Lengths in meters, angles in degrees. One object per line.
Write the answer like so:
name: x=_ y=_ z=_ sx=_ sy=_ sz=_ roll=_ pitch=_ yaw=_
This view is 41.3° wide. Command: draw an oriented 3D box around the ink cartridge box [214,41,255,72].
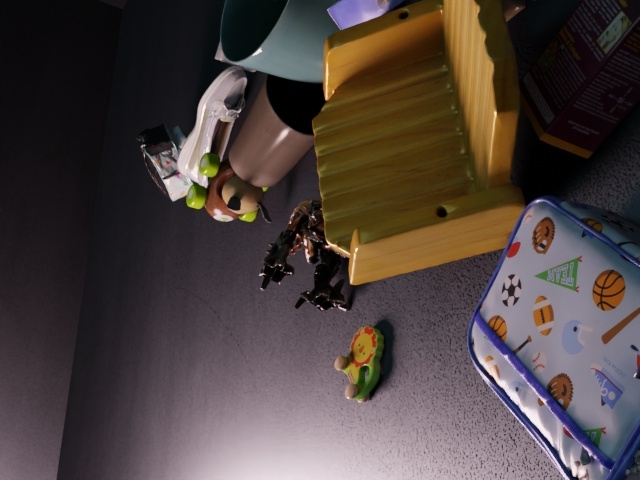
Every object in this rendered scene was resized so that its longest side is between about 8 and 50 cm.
ink cartridge box: x=-0.194 y=-0.499 z=2.114 sx=0.056 sy=0.099 sz=0.135 roll=31 pitch=103 yaw=63

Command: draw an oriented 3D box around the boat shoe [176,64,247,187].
boat shoe: x=-0.254 y=-0.284 z=2.125 sx=0.320 sy=0.103 sz=0.118 roll=-61 pitch=-16 yaw=20

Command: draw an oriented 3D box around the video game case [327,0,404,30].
video game case: x=0.165 y=-0.435 z=1.281 sx=0.244 sy=0.061 sz=0.270 roll=-46 pitch=15 yaw=-26

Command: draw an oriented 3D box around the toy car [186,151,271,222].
toy car: x=-0.172 y=-0.085 z=1.790 sx=0.148 sy=0.155 sz=0.188 roll=-66 pitch=32 yaw=17

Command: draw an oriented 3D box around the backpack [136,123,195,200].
backpack: x=-0.395 y=-0.207 z=2.280 sx=0.166 sy=0.145 sz=0.188 roll=-131 pitch=23 yaw=-56

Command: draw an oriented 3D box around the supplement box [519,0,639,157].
supplement box: x=0.320 y=-0.203 z=0.971 sx=0.188 sy=0.081 sz=0.104 roll=-55 pitch=32 yaw=34

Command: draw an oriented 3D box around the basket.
basket: x=-0.084 y=-0.219 z=1.698 sx=0.227 sy=0.154 sz=0.204 roll=-50 pitch=28 yaw=46

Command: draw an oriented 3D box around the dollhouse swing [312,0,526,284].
dollhouse swing: x=0.095 y=-0.180 z=1.074 sx=0.315 sy=0.305 sz=0.346 roll=-15 pitch=62 yaw=17

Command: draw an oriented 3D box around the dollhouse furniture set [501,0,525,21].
dollhouse furniture set: x=0.241 y=-0.404 z=1.146 sx=0.182 sy=0.161 sz=0.101 roll=-32 pitch=48 yaw=52

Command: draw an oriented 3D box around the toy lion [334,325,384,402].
toy lion: x=0.067 y=0.185 z=1.312 sx=0.096 sy=0.034 sz=0.100 roll=-52 pitch=33 yaw=23

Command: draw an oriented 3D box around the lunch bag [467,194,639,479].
lunch bag: x=0.275 y=0.109 z=0.857 sx=0.243 sy=0.115 sz=0.303 roll=-67 pitch=26 yaw=20

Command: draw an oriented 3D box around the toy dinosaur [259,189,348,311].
toy dinosaur: x=0.000 y=0.000 z=1.465 sx=0.322 sy=0.165 sz=0.218 roll=117 pitch=173 yaw=-62

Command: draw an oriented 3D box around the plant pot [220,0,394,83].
plant pot: x=-0.009 y=-0.420 z=1.548 sx=0.293 sy=0.235 sz=0.292 roll=-34 pitch=48 yaw=48
